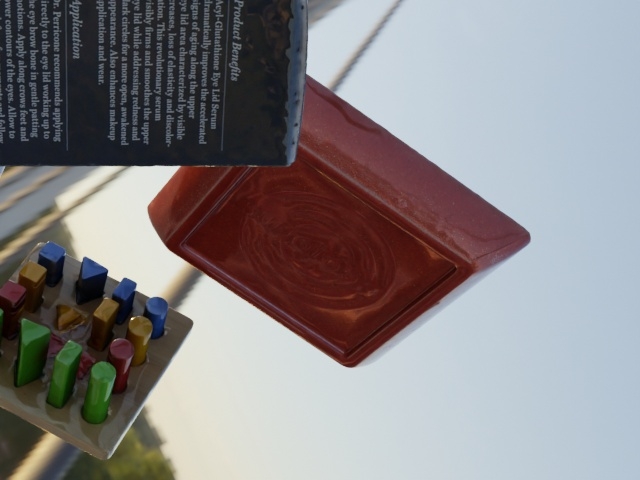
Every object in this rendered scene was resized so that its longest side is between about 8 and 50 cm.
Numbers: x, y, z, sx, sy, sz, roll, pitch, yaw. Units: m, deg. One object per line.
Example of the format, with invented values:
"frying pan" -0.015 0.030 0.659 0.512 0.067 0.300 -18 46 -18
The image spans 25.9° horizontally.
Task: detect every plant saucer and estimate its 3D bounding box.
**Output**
"plant saucer" 0.000 0.000 1.172 0.258 0.048 0.259 34 -40 -11

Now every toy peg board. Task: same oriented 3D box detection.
"toy peg board" -0.208 0.073 1.181 0.161 0.161 0.079 27 -41 5

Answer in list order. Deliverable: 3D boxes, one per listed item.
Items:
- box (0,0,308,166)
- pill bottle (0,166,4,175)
"box" -0.120 -0.119 0.765 0.153 0.207 0.108 -111 -158 -59
"pill bottle" -0.457 -0.172 1.351 0.363 0.210 0.210 48 -19 42
